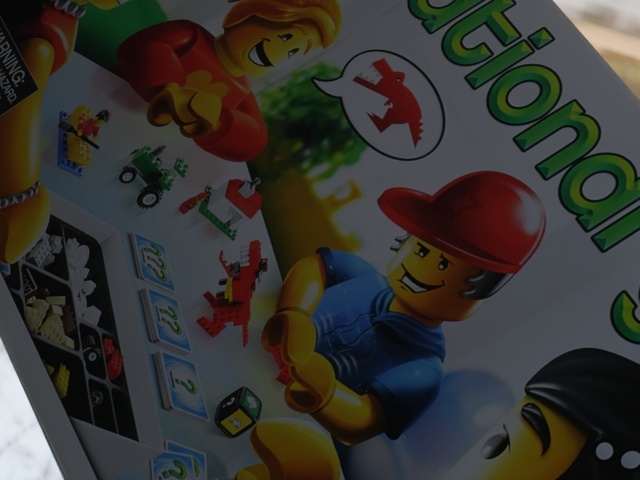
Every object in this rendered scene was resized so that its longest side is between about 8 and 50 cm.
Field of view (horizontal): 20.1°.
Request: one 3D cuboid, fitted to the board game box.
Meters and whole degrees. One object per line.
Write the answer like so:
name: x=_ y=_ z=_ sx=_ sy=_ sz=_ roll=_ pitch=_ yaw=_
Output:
board game box: x=0.000 y=0.000 z=0.540 sx=0.305 sy=0.193 sz=0.053 roll=57 pitch=180 yaw=39
